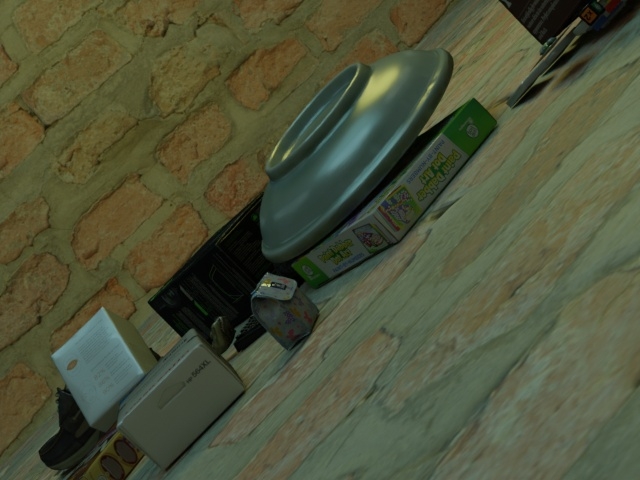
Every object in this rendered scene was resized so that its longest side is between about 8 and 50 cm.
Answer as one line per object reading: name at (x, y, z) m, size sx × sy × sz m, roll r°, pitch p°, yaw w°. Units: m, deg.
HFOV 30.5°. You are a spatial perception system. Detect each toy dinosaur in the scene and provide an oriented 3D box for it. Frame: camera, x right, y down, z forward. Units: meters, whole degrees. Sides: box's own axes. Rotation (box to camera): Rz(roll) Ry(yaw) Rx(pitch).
toy dinosaur at (-0.216, 0.213, 1.783) m, size 0.268 × 0.064 × 0.118 m, roll -41°, pitch 0°, yaw 41°

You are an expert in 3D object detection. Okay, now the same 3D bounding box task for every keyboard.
keyboard at (-0.084, 0.106, 1.785) m, size 0.108 × 0.023 × 0.180 m, roll -40°, pitch 7°, yaw 32°

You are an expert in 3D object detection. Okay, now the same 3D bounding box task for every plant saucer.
plant saucer at (0.022, -0.149, 1.710) m, size 0.400 × 0.100 × 0.400 m, roll -47°, pitch 13°, yaw 15°

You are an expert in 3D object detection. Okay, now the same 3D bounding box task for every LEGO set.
LEGO set at (0.340, -0.263, 1.491) m, size 0.182 × 0.060 × 0.244 m, roll -46°, pitch -5°, yaw -16°

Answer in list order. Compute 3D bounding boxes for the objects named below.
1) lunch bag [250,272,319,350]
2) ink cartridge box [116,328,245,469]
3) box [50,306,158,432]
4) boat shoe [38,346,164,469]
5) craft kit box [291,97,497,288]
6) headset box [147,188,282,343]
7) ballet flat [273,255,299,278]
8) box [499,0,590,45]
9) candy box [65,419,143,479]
lunch bag at (-0.046, 0.082, 1.444) m, size 0.053 × 0.083 × 0.071 m, roll -42°, pitch 6°, yaw 20°
ink cartridge box at (-0.184, 0.201, 1.523) m, size 0.148 × 0.086 × 0.203 m, roll -45°, pitch 8°, yaw -5°
box at (-0.350, 0.222, 1.971) m, size 0.130 × 0.170 × 0.091 m, roll -43°, pitch -36°, yaw 6°
boat shoe at (-0.413, 0.291, 2.154) m, size 0.355 × 0.130 × 0.132 m, roll -41°, pitch 7°, yaw 26°
craft kit box at (0.097, -0.060, 1.597) m, size 0.250 × 0.061 × 0.246 m, roll -49°, pitch 11°, yaw -31°
headset box at (-0.142, 0.040, 2.071) m, size 0.283 × 0.131 × 0.246 m, roll -38°, pitch 9°, yaw 48°
ballet flat at (0.000, 0.000, 1.779) m, size 0.173 × 0.049 × 0.057 m, roll -33°, pitch 9°, yaw 14°
box at (0.406, -0.448, 1.547) m, size 0.381 × 0.143 × 0.191 m, roll -40°, pitch -5°, yaw -9°
candy box at (-0.296, 0.308, 1.687) m, size 0.109 × 0.053 × 0.187 m, roll -37°, pitch 11°, yaw 42°
